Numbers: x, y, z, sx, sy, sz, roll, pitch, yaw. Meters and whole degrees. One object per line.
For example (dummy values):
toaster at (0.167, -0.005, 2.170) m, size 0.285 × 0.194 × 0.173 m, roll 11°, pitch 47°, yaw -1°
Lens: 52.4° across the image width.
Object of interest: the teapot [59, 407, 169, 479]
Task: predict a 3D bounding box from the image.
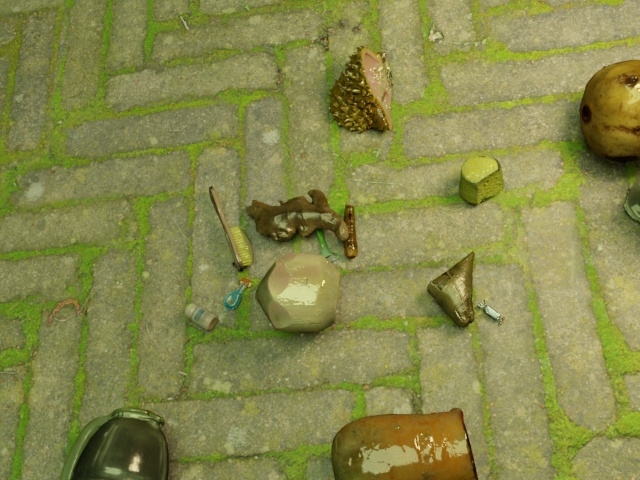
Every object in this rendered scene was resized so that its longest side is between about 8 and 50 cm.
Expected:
teapot at (-0.530, 0.583, 1.747) m, size 0.240 × 0.322 × 0.239 m, roll 25°, pitch 51°, yaw -21°

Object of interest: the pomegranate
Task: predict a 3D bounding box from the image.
pomegranate at (0.852, -0.354, 1.794) m, size 0.282 × 0.281 × 0.281 m, roll -4°, pitch 68°, yaw 9°

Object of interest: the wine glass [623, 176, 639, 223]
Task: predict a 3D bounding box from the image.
wine glass at (0.905, -0.172, 1.660) m, size 0.191 × 0.357 × 0.190 m, roll -3°, pitch 67°, yaw 7°

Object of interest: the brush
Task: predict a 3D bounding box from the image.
brush at (-0.274, -0.044, 2.000) m, size 0.067 × 0.072 × 0.312 m, roll -15°, pitch 61°, yaw -20°

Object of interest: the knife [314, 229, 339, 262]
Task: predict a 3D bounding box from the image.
knife at (0.001, 0.001, 1.942) m, size 0.078 × 0.022 × 0.166 m, roll -21°, pitch 60°, yaw 3°

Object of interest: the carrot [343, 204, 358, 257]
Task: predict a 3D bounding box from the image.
carrot at (0.089, -0.029, 1.931) m, size 0.042 × 0.042 × 0.170 m, roll -4°, pitch 66°, yaw 9°

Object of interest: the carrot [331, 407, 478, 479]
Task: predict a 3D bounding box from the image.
carrot at (0.205, 0.532, 1.588) m, size 0.341 × 0.224 × 0.224 m, roll -11°, pitch 67°, yaw 7°

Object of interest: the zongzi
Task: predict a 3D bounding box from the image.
zongzi at (0.403, 0.137, 1.789) m, size 0.176 × 0.078 × 0.160 m, roll -33°, pitch 73°, yaw -12°

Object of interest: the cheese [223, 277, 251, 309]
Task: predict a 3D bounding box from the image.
cheese at (-0.248, 0.159, 1.932) m, size 0.047 × 0.017 × 0.111 m, roll 33°, pitch 78°, yaw 17°

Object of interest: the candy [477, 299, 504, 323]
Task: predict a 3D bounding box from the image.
candy at (0.469, 0.194, 1.779) m, size 0.083 × 0.020 × 0.030 m, roll 37°, pitch 81°, yaw 21°

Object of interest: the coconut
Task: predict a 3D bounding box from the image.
coconut at (-0.064, 0.145, 1.795) m, size 0.231 × 0.227 × 0.226 m, roll 7°, pitch 70°, yaw 3°

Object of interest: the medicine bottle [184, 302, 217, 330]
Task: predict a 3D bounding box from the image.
medicine bottle at (-0.351, 0.223, 1.907) m, size 0.089 × 0.052 × 0.052 m, roll 27°, pitch 76°, yaw 19°

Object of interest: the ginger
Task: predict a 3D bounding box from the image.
ginger at (-0.077, -0.076, 1.947) m, size 0.333 × 0.080 × 0.166 m, roll -3°, pitch 73°, yaw 20°

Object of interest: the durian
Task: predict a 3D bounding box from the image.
durian at (0.112, -0.466, 2.071) m, size 0.196 × 0.186 × 0.304 m, roll -14°, pitch 74°, yaw 30°

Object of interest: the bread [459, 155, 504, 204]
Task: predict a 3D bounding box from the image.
bread at (0.460, -0.182, 1.881) m, size 0.129 × 0.114 × 0.111 m, roll -36°, pitch 60°, yaw -8°
